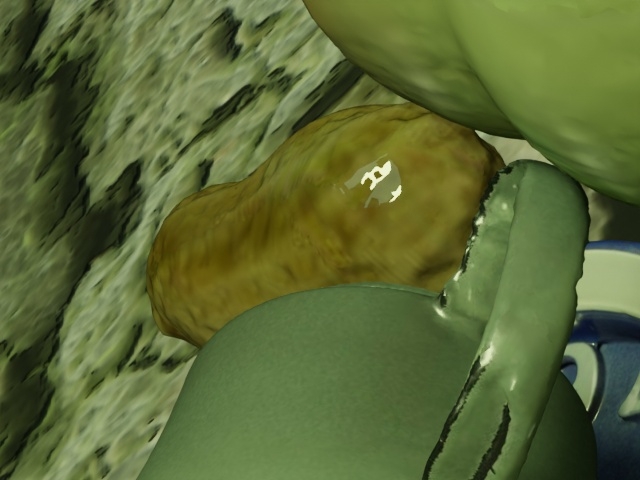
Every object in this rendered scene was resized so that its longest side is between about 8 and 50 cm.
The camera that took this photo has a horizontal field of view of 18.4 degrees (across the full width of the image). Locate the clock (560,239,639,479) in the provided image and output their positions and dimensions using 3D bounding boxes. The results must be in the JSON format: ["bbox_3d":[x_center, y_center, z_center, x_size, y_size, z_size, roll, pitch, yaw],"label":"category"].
[{"bbox_3d":[0.082,0.117,0.668,0.230,0.083,0.230,-32,42,34],"label":"clock"}]

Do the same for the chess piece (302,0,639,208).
[{"bbox_3d":[0.218,-0.058,0.399,0.442,0.234,0.234,28,87,37],"label":"chess piece"}]

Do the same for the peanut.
[{"bbox_3d":[0.000,0.000,0.874,0.226,0.095,0.108,-24,30,49],"label":"peanut"}]

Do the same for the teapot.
[{"bbox_3d":[0.021,0.073,0.581,0.149,0.162,0.239,-74,6,-45],"label":"teapot"}]
